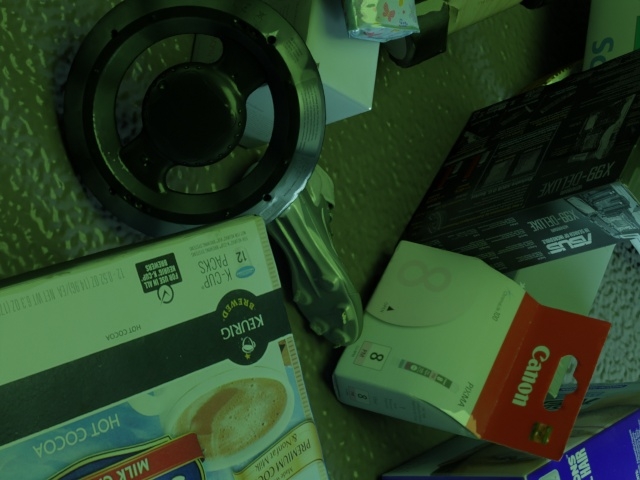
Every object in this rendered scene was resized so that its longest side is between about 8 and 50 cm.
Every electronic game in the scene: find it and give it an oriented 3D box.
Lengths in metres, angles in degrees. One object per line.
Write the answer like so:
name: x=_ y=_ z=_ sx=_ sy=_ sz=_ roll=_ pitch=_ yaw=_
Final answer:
electronic game: x=-0.109 y=-0.109 z=1.237 sx=0.048 sy=0.229 sz=0.229 roll=-66 pitch=136 yaw=-79

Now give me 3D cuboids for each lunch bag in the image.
lunch bag: x=0.045 y=-0.217 z=1.272 sx=0.083 sy=0.053 sz=0.071 roll=-6 pitch=86 yaw=-55

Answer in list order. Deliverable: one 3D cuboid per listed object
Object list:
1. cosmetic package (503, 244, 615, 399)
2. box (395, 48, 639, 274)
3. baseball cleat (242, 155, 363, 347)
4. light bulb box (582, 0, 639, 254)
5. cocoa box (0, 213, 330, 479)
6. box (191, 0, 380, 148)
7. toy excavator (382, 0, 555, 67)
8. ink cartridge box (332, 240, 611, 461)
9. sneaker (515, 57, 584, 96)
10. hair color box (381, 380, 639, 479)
cosmetic package: x=0.233 y=0.055 z=1.610 sx=0.127 sy=0.107 sz=0.238 roll=45 pitch=55 yaw=-25
box: x=0.251 y=-0.080 z=1.512 sx=0.076 sy=0.307 sz=0.242 roll=49 pitch=49 yaw=-21
baseball cleat: x=0.000 y=0.000 z=1.409 sx=0.109 sy=0.072 sz=0.206 roll=-49 pitch=118 yaw=-48
light bulb box: x=0.497 y=-0.172 z=1.794 sx=0.361 sy=0.225 sz=0.358 roll=43 pitch=51 yaw=-49
cocoa box: x=-0.205 y=0.139 z=1.048 sx=0.347 sy=0.231 sz=0.228 roll=-18 pitch=94 yaw=-46
box: x=-0.035 y=-0.176 z=1.343 sx=0.091 sy=0.170 sz=0.130 roll=26 pitch=63 yaw=-39
toy excavator: x=0.078 y=-0.469 z=1.459 sx=0.222 sy=0.433 sz=0.445 roll=-27 pitch=66 yaw=-13
ink cartridge box: x=0.154 y=0.105 z=1.434 sx=0.189 sy=0.232 sz=0.066 roll=-61 pitch=150 yaw=-36
sneaker: x=0.312 y=-0.173 z=1.769 sx=0.185 sy=0.069 sz=0.084 roll=-30 pitch=97 yaw=-44
hair color box: x=0.246 y=0.241 z=1.514 sx=0.339 sy=0.185 sz=0.110 roll=-20 pitch=98 yaw=-47
